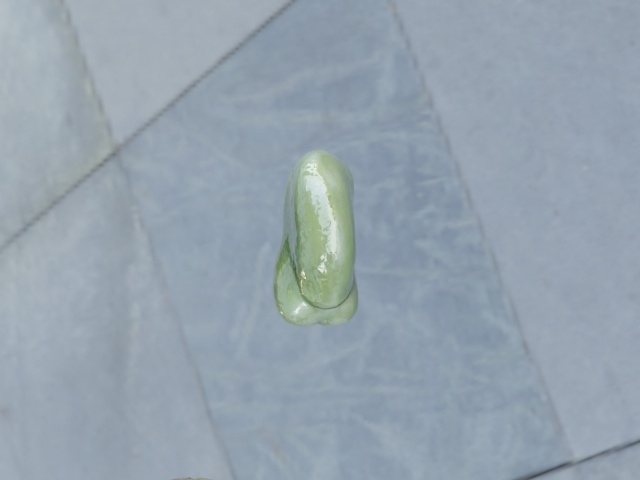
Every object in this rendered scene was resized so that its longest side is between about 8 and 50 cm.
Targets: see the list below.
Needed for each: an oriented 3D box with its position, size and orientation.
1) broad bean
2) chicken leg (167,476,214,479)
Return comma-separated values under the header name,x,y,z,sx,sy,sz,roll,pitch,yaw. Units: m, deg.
name,x,y,z,sx,sy,sz,roll,pitch,yaw
broad bean,0.000,0.000,1.771,0.228,0.100,0.169,105,160,-50
chicken leg,-0.115,0.205,1.064,0.178,0.070,0.093,-6,129,31
